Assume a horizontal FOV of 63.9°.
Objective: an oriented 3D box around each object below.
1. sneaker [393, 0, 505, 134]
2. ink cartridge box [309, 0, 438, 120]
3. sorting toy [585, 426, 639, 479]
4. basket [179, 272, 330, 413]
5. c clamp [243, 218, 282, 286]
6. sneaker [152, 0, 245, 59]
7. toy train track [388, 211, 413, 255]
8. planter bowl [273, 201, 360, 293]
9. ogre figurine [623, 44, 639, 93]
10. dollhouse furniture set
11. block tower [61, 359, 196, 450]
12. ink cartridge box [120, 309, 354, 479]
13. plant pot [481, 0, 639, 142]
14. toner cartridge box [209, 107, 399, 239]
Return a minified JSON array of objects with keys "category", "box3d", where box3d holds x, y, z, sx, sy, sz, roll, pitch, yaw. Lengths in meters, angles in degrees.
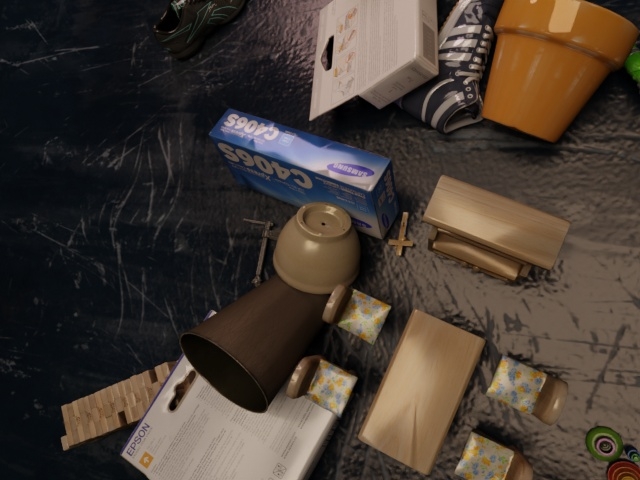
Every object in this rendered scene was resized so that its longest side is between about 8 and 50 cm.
[{"category":"sneaker","box3d":[0.269,-0.318,0.908,0.282,0.099,0.153,-49,62,17]},{"category":"ink cartridge box","box3d":[0.098,-0.385,0.976,0.261,0.066,0.296,-20,58,45]},{"category":"sorting toy","box3d":[0.446,0.329,0.765,0.061,0.042,0.101,-34,70,15]},{"category":"basket","box3d":[-0.097,0.159,0.911,0.205,0.227,0.154,19,134,32]},{"category":"c clamp","box3d":[-0.103,0.036,1.059,0.137,0.022,0.160,3,81,18]},{"category":"sneaker","box3d":[-0.270,-0.532,1.171,0.267,0.106,0.101,-44,67,10]},{"category":"toy train track","box3d":[0.155,-0.011,0.959,0.048,0.014,0.083,5,78,31]},{"category":"planter bowl","box3d":[0.000,0.000,0.917,0.162,0.162,0.109,33,135,24]},{"category":"ogre figurine","box3d":[0.568,-0.278,0.785,0.197,0.096,0.118,6,66,9]},{"category":"dollhouse furniture set","box3d":[0.182,0.143,0.760,0.363,0.256,0.393,23,86,15]},{"category":"block tower","box3d":[-0.406,0.348,1.100,0.336,0.091,0.097,-26,72,17]},{"category":"ink cartridge box","box3d":[-0.156,0.345,0.961,0.330,0.071,0.324,26,76,25]},{"category":"plant pot","box3d":[0.356,-0.266,0.824,0.205,0.205,0.187,29,109,24]},{"category":"toner cartridge box","box3d":[-0.030,-0.127,0.965,0.348,0.165,0.075,22,70,25]}]
